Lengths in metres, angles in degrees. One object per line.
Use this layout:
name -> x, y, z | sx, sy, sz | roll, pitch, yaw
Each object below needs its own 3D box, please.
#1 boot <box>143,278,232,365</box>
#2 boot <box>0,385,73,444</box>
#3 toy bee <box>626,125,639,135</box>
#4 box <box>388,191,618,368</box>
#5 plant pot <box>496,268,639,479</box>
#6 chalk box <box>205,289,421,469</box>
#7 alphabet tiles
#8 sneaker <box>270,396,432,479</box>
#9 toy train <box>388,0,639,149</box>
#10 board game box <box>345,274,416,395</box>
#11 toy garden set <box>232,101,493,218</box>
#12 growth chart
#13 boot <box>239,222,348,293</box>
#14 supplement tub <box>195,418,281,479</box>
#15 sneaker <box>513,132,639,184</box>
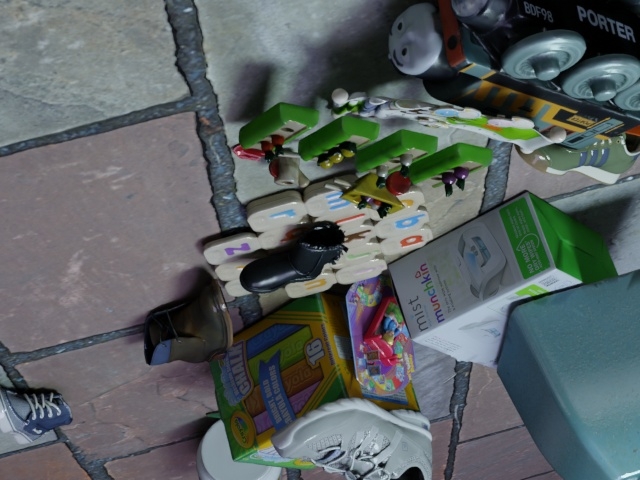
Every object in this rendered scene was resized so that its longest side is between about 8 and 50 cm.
boot -> -0.176, 0.118, 1.696 | 0.106, 0.082, 0.219 | -12, 157, -13
boot -> -0.407, 0.233, 1.824 | 0.086, 0.069, 0.190 | -21, 164, -7
toy bee -> 0.442, -0.110, 1.388 | 0.162, 0.298, 0.195 | 2, 124, -22
box -> 0.266, 0.067, 1.806 | 0.231, 0.127, 0.262 | -29, 152, 26
plant pot -> 0.408, 0.212, 1.754 | 0.247, 0.252, 0.248 | -17, 155, -6
chalk box -> -0.035, 0.219, 1.873 | 0.289, 0.179, 0.180 | -33, 150, 31
alphabet tiles -> 0.000, 0.000, 1.631 | 0.278, 0.021, 0.284 | -16, 155, 4
sneaker -> 0.058, 0.280, 1.711 | 0.281, 0.115, 0.105 | 10, 144, -41
toy train -> 0.221, -0.181, 1.273 | 0.334, 0.142, 0.190 | 9, 155, -42
board game box -> 0.096, 0.126, 1.773 | 0.033, 0.169, 0.133 | -12, 172, 42
toy garden set -> 0.026, -0.074, 1.381 | 0.244, 0.049, 0.204 | 10, 166, -24
growth chart -> 0.120, -0.120, 1.282 | 0.237, 0.021, 0.172 | 11, 179, 6
boot -> -0.031, 0.021, 1.580 | 0.121, 0.045, 0.099 | -9, 158, -27
supplement tub -> -0.136, 0.384, 2.190 | 0.144, 0.144, 0.200 | -13, 154, -8
sneaker -> 0.318, -0.121, 1.537 | 0.192, 0.064, 0.086 | 8, 138, -42
